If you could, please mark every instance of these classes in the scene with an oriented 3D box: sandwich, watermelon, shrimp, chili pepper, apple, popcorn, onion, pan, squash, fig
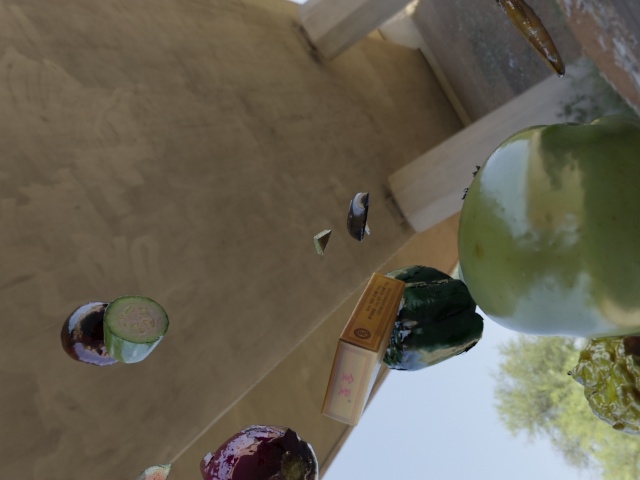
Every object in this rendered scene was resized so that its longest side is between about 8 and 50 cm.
[{"bbox_3d":[0.000,0.000,1.829,0.044,0.031,0.083,24,-96,-38],"label":"sandwich"},{"bbox_3d":[-0.434,0.661,1.441,0.063,0.119,0.245,40,-126,-32],"label":"watermelon"},{"bbox_3d":[0.318,-0.323,0.899,0.178,0.034,0.124,51,-156,0],"label":"shrimp"},{"bbox_3d":[0.259,0.198,1.468,0.233,0.256,0.249,-146,47,-68],"label":"chili pepper"},{"bbox_3d":[0.384,-0.016,0.910,0.357,0.357,0.357,45,-153,-30],"label":"apple"},{"bbox_3d":[0.642,0.299,1.238,0.189,0.169,0.218,12,-126,-29],"label":"popcorn"},{"bbox_3d":[-0.232,0.757,1.812,0.398,0.420,0.399,17,-110,-56],"label":"onion"},{"bbox_3d":[0.098,-0.042,1.554,0.202,0.048,0.128,87,-164,-52],"label":"pan"},{"bbox_3d":[-0.495,0.242,1.568,0.170,0.123,0.170,18,-152,-10],"label":"squash"},{"bbox_3d":[-0.665,0.253,1.729,0.203,0.187,0.249,7,-166,-46],"label":"fig"}]

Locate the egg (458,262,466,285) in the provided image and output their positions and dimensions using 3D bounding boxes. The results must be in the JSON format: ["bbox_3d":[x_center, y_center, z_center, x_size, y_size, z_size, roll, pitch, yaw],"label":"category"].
[{"bbox_3d":[0.546,0.030,1.716,0.371,0.230,0.230,-39,-80,-22],"label":"egg"}]

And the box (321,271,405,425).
[{"bbox_3d":[0.089,0.200,1.153,0.076,0.174,0.274,16,-154,12],"label":"box"}]

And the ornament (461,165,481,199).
[{"bbox_3d":[0.517,-0.152,1.768,0.236,0.080,0.202,-25,-52,-33],"label":"ornament"}]
